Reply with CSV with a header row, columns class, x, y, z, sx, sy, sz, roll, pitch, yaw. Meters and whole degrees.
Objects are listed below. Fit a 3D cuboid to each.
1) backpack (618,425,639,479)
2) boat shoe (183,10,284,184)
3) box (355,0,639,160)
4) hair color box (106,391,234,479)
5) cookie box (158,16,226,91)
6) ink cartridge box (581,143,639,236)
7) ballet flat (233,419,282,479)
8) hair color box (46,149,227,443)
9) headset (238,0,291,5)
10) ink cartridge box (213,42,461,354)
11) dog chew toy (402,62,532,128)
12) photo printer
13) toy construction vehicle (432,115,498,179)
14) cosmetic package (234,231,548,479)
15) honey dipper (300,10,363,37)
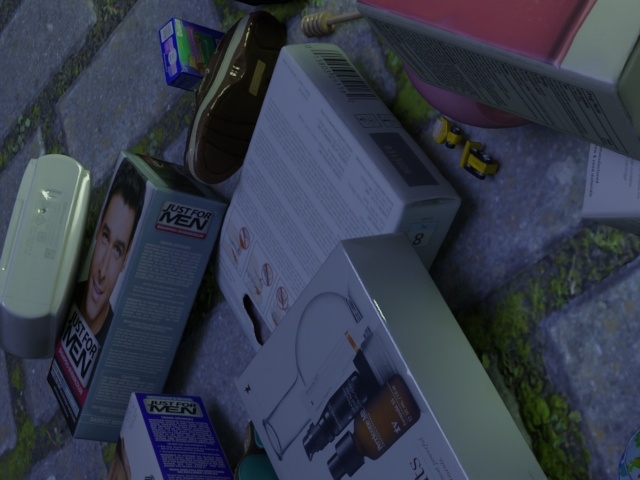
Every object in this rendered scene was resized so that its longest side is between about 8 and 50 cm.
class,x,y,z,sx,sy,sz,roll,pitch,yaw
backpack,0.313,0.195,0.954,0.114,0.084,0.105,-59,43,26
boat shoe,-0.127,-0.185,1.485,0.095,0.095,0.257,-4,56,47
box,0.172,-0.175,0.871,0.232,0.149,0.126,26,85,32
hair color box,-0.178,0.360,1.382,0.339,0.110,0.185,-125,49,-58
cookie box,-0.168,-0.254,1.556,0.040,0.107,0.091,-30,63,40
ink cartridge box,0.350,-0.048,0.901,0.218,0.159,0.092,3,82,48
ballet flat,-0.064,0.275,1.321,0.206,0.073,0.067,-75,-10,-73
hair color box,-0.268,0.080,1.577,0.185,0.114,0.374,39,112,57
headset,-0.076,-0.434,1.429,0.394,0.185,0.243,25,102,59
ink cartridge box,0.000,0.000,1.368,0.308,0.091,0.385,56,140,37
dog chew toy,0.157,-0.272,1.139,0.206,0.207,0.331,-47,44,32
photo printer,-0.426,0.041,1.701,0.307,0.107,0.256,125,156,-65
toy construction vehicle,0.170,-0.123,1.217,0.098,0.035,0.085,41,124,47
cosmetic package,0.071,0.225,1.140,0.377,0.097,0.284,62,141,26
honey dipper,0.041,-0.282,1.391,0.161,0.030,0.030,-4,80,44
